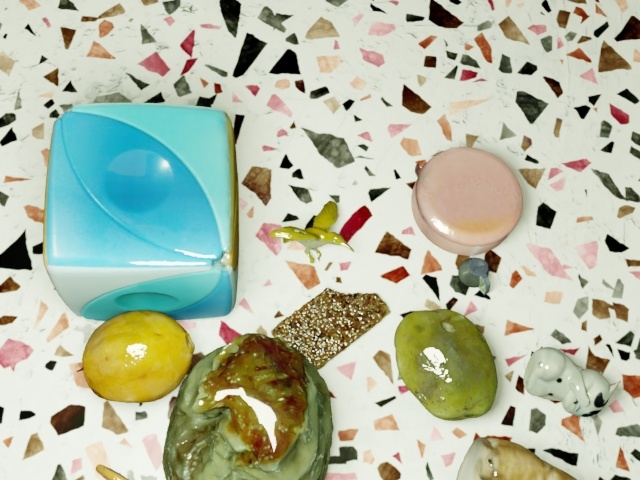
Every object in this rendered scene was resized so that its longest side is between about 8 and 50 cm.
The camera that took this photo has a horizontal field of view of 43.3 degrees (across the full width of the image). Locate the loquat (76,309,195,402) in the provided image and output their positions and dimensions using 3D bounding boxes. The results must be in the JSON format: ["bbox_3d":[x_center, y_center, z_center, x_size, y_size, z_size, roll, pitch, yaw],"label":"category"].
[{"bbox_3d":[-0.360,0.232,1.573,0.234,0.187,0.176,-13,40,-1],"label":"loquat"}]

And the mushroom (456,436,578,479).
[{"bbox_3d":[0.444,0.573,1.512,0.397,0.224,0.314,16,54,-6],"label":"mushroom"}]

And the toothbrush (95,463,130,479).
[{"bbox_3d":[-0.298,0.516,1.547,0.321,0.031,0.023,30,68,7],"label":"toothbrush"}]

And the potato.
[{"bbox_3d":[0.254,0.250,1.637,0.197,0.148,0.229,-10,72,7],"label":"potato"}]

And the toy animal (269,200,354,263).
[{"bbox_3d":[0.000,0.000,1.743,0.155,0.095,0.219,37,40,10],"label":"toy animal"}]

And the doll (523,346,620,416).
[{"bbox_3d":[0.509,0.295,1.658,0.180,0.110,0.107,31,30,9],"label":"doll"}]

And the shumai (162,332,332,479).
[{"bbox_3d":[-0.128,0.335,1.474,0.324,0.323,0.398,10,64,-1],"label":"shumai"}]

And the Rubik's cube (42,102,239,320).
[{"bbox_3d":[-0.335,-0.044,1.592,0.351,0.347,0.352,-3,69,-5],"label":"Rubik's cube"}]

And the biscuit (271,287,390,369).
[{"bbox_3d":[0.024,0.170,1.710,0.237,0.026,0.131,-36,77,-16],"label":"biscuit"}]

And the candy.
[{"bbox_3d":[0.319,-0.092,1.800,0.255,0.094,0.255,2,69,-4],"label":"candy"}]

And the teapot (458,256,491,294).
[{"bbox_3d":[0.343,0.074,1.757,0.066,0.057,0.088,-25,72,-13],"label":"teapot"}]
